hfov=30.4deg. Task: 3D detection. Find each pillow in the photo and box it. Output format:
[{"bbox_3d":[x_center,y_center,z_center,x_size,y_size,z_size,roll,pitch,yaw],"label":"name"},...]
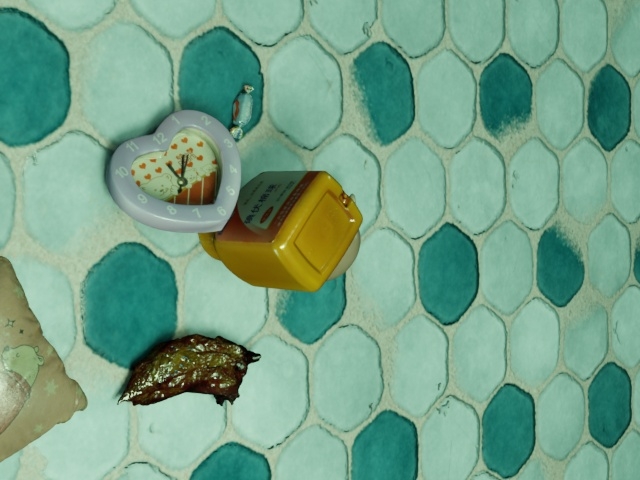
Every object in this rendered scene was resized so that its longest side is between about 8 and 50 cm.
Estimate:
[{"bbox_3d":[-0.421,0.170,1.428,0.223,0.084,0.236,-33,108,-28],"label":"pillow"}]

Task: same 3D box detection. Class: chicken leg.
[{"bbox_3d":[-0.181,0.185,1.672,0.234,0.063,0.105,5,83,-41],"label":"chicken leg"}]

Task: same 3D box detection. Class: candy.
[{"bbox_3d":[-0.117,-0.191,1.741,0.030,0.020,0.083,20,77,-45],"label":"candy"}]

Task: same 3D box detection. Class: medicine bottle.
[{"bbox_3d":[-0.068,-0.016,1.657,0.112,0.222,0.149,50,60,-32],"label":"medicine bottle"}]

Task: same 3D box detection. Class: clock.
[{"bbox_3d":[-0.191,-0.079,1.626,0.172,0.064,0.198,49,56,4],"label":"clock"}]

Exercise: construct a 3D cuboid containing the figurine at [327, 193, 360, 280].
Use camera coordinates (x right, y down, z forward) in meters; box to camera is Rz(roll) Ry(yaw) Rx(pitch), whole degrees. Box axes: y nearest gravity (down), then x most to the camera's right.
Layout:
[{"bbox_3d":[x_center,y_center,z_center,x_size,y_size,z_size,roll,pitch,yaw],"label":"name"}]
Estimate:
[{"bbox_3d":[0.000,0.000,1.796,0.138,0.125,0.125,-53,125,-40],"label":"figurine"}]
